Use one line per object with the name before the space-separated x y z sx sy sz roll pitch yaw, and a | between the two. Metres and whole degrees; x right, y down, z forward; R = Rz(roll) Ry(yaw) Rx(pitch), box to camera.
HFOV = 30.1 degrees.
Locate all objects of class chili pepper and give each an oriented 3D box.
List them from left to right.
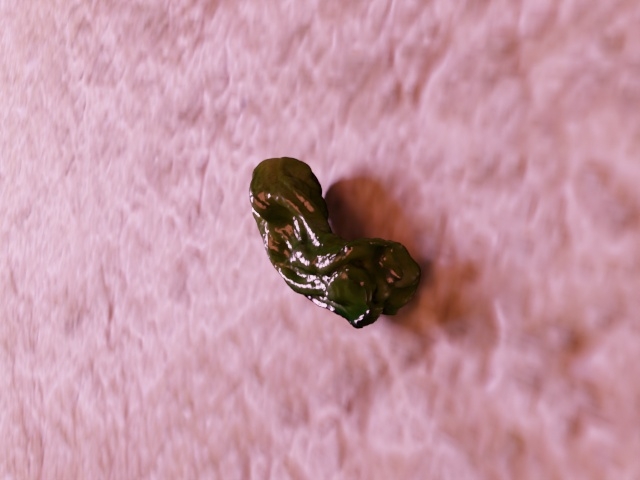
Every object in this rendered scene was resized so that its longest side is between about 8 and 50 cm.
chili pepper | -0.001 0.001 0.365 0.034 0.030 0.091 -51 34 4
